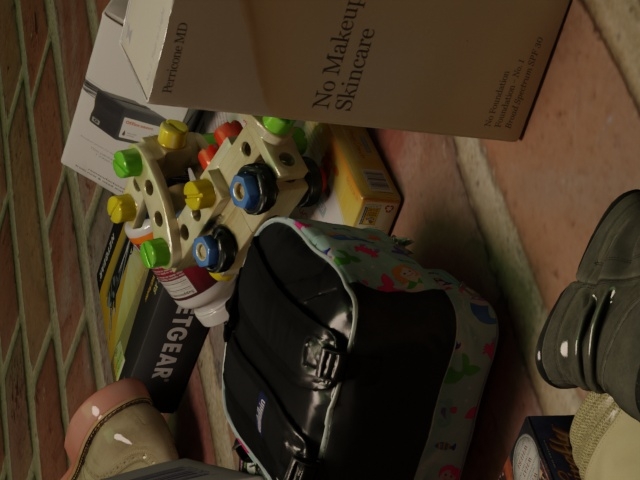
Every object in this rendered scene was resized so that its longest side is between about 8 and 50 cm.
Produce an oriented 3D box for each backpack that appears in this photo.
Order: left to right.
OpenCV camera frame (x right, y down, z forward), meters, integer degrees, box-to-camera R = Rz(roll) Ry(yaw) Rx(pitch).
[{"bbox_3d":[0.018,0.099,1.303,0.253,0.191,0.225,37,118,56],"label":"backpack"}]

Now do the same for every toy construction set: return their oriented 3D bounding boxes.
[{"bbox_3d":[-0.109,-0.085,1.539,0.215,0.151,0.328,62,155,23],"label":"toy construction set"}]

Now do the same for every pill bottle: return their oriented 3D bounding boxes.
[{"bbox_3d":[-0.149,0.021,1.799,0.152,0.086,0.086,56,170,-21],"label":"pill bottle"}]

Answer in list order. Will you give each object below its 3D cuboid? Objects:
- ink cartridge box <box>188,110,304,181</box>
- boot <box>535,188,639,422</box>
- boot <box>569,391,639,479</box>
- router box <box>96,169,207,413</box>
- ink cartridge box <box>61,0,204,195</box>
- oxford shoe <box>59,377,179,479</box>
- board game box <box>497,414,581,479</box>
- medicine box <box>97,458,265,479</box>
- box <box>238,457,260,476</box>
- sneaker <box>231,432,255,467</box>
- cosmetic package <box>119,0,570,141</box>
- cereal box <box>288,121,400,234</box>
[{"bbox_3d":[-0.072,-0.101,1.710,0.203,0.085,0.148,121,145,-47],"label":"ink cartridge box"},{"bbox_3d":[0.213,-0.010,0.886,0.246,0.083,0.161,-58,24,1],"label":"boot"},{"bbox_3d":[0.240,0.125,0.874,0.262,0.095,0.203,-48,30,39],"label":"boot"},{"bbox_3d":[-0.206,0.036,2.030,0.243,0.081,0.309,-107,30,-42],"label":"router box"},{"bbox_3d":[-0.169,-0.212,1.774,0.223,0.129,0.307,-62,2,-33],"label":"ink cartridge box"},{"bbox_3d":[-0.262,0.347,2.047,0.146,0.140,0.397,49,150,25],"label":"oxford shoe"},{"bbox_3d":[0.152,0.265,1.108,0.165,0.042,0.243,-108,26,-46],"label":"board game box"},{"bbox_3d":[-0.133,0.385,1.607,0.263,0.149,0.289,169,89,-68],"label":"medicine box"},{"bbox_3d":[-0.043,0.245,1.604,0.083,0.062,0.052,-173,86,-67],"label":"box"},{"bbox_3d":[-0.055,0.184,1.570,0.051,0.089,0.170,50,171,-4],"label":"sneaker"},{"bbox_3d":[0.020,-0.179,1.190,0.113,0.309,0.160,-120,39,-52],"label":"cosmetic package"},{"bbox_3d":[0.000,0.000,1.559,0.173,0.047,0.240,-114,36,-47],"label":"cereal box"}]
